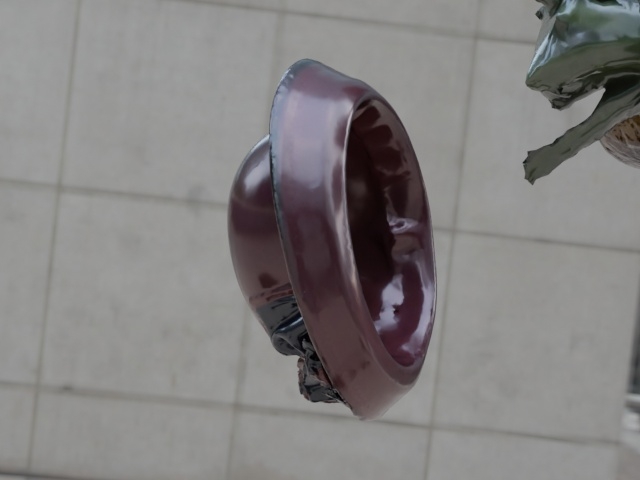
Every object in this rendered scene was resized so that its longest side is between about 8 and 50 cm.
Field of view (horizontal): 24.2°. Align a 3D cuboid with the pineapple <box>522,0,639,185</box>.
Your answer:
[{"bbox_3d":[0.207,-0.063,0.516,0.341,0.169,0.169,16,1,-1],"label":"pineapple"}]

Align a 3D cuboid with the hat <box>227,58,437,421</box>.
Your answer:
[{"bbox_3d":[0.000,0.000,0.830,0.089,0.205,0.205,-10,-4,19],"label":"hat"}]

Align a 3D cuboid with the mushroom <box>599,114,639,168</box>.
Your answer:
[{"bbox_3d":[0.237,-0.078,0.952,0.123,0.052,0.123,-19,-19,-7],"label":"mushroom"}]
